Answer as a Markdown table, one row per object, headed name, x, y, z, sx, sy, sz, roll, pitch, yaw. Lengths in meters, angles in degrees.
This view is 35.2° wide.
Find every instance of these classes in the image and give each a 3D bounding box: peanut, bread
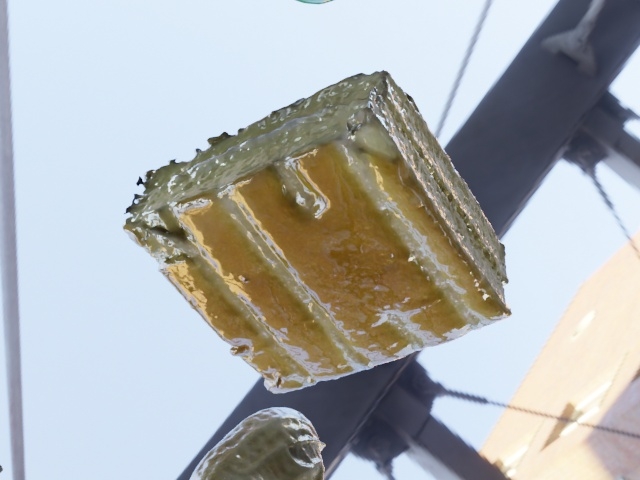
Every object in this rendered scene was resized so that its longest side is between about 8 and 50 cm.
| name | x | y | z | sx | sy | sz | roll | pitch | yaw |
| --- | --- | --- | --- | --- | --- | --- | --- | --- | --- |
| peanut | -0.101 | 0.369 | 1.493 | 0.174 | 0.158 | 0.340 | 47 | -144 | 7 |
| bread | 0.000 | 0.000 | 0.828 | 0.246 | 0.239 | 0.111 | 53 | -155 | -35 |

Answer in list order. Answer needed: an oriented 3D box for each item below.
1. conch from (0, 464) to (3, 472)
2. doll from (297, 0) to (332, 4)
| name | x | y | z | sx | sy | sz | roll | pitch | yaw |
| --- | --- | --- | --- | --- | --- | --- | --- | --- | --- |
| conch | -0.522 | 0.282 | 1.316 | 0.207 | 0.155 | 0.130 | 14 | -97 | 15 |
| doll | -0.076 | -0.207 | 0.273 | 0.363 | 0.182 | 0.160 | 29 | -131 | 8 |
